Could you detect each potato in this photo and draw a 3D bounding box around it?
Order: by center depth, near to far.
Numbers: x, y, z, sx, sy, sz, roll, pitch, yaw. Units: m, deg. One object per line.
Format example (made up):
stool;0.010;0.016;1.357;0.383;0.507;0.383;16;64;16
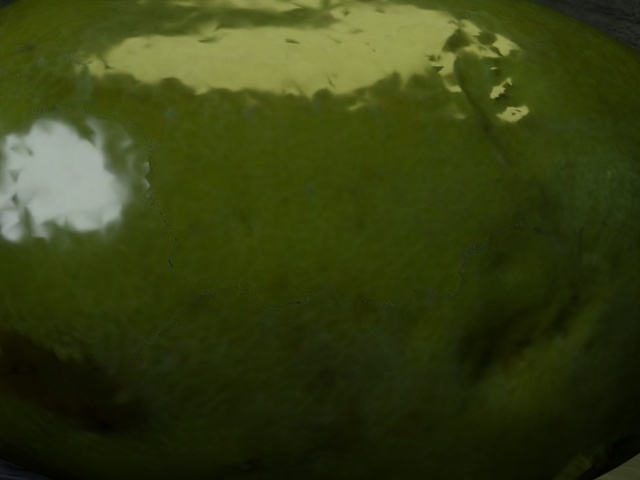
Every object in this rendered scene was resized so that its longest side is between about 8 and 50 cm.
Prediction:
potato;0.000;0.000;0.442;0.253;0.149;0.186;9;1;-33
